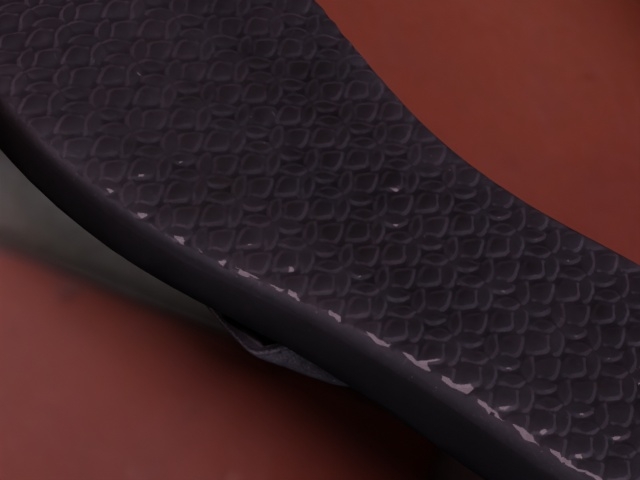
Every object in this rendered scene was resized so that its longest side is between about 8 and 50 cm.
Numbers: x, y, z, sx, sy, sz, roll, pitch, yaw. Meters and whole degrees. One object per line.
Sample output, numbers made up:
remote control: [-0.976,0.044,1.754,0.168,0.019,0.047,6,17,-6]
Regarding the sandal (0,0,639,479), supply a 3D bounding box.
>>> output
sandal: [0.000,0.001,0.500,0.254,0.054,0.097,39,56,8]
